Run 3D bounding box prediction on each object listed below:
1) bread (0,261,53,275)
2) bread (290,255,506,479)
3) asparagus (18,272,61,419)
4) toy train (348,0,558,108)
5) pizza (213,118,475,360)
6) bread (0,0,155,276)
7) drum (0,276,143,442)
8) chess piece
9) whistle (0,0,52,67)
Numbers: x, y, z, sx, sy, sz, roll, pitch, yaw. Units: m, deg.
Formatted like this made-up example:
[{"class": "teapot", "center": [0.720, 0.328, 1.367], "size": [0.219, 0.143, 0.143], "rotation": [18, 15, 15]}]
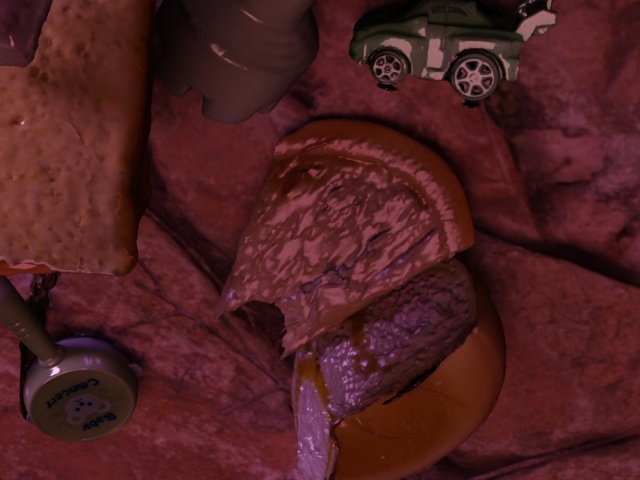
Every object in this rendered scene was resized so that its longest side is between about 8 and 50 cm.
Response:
[{"class": "bread", "center": [-0.287, -0.106, 0.983], "size": [0.172, 0.121, 0.311], "rotation": [-1, 124, 10]}, {"class": "bread", "center": [0.071, 0.132, 1.098], "size": [0.260, 0.158, 0.156], "rotation": [-35, 133, 17]}, {"class": "asparagus", "center": [-0.292, 0.096, 1.200], "size": [0.034, 0.027, 0.236], "rotation": [28, 129, 13]}, {"class": "toy train", "center": [0.100, -0.157, 0.901], "size": [0.149, 0.099, 0.081], "rotation": [11, 116, 3]}, {"class": "pizza", "center": [0.000, 0.000, 1.031], "size": [0.262, 0.034, 0.181], "rotation": [-41, 95, 19]}, {"class": "bread", "center": [-0.224, -0.179, 0.770], "size": [0.233, 0.245, 0.362], "rotation": [3, 100, -6]}, {"class": "drum", "center": [-0.289, 0.118, 1.167], "size": [0.130, 0.049, 0.253], "rotation": [-37, 127, 15]}, {"class": "chess piece", "center": [-0.012, -0.217, 0.825], "size": [0.194, 0.195, 0.299], "rotation": [30, 135, -14]}, {"class": "whistle", "center": [-0.154, -0.276, 0.731], "size": [0.142, 0.346, 0.134], "rotation": [17, 168, -9]}]
